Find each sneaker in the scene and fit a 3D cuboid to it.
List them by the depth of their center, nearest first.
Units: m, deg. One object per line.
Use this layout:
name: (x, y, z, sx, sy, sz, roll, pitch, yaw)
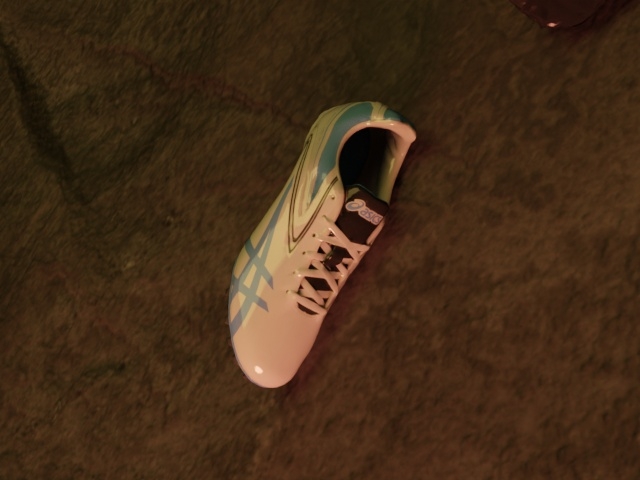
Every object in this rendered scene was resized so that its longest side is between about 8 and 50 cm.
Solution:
sneaker: (0.000, 0.000, 1.099, 0.086, 0.085, 0.237, 6, 70, 55)

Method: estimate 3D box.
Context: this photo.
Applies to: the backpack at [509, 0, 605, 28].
backpack: (0.184, -0.262, 1.059, 0.152, 0.115, 0.182, -34, 39, 32)
